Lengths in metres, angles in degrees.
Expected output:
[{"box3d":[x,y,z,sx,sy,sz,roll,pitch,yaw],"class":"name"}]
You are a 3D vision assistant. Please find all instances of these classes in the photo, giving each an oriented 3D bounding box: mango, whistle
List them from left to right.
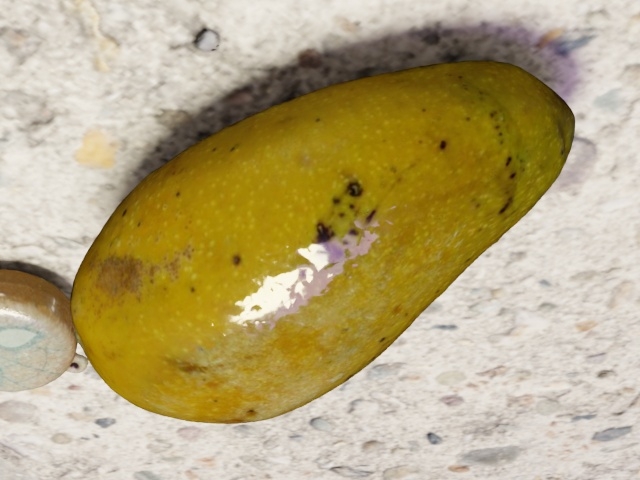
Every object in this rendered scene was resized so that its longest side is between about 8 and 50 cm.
[{"box3d":[-0.264,0.048,0.834,0.220,0.057,0.107,26,129,-28],"class":"whistle"},{"box3d":[-0.004,0.003,0.705,0.330,0.175,0.176,-28,-178,30],"class":"mango"}]
